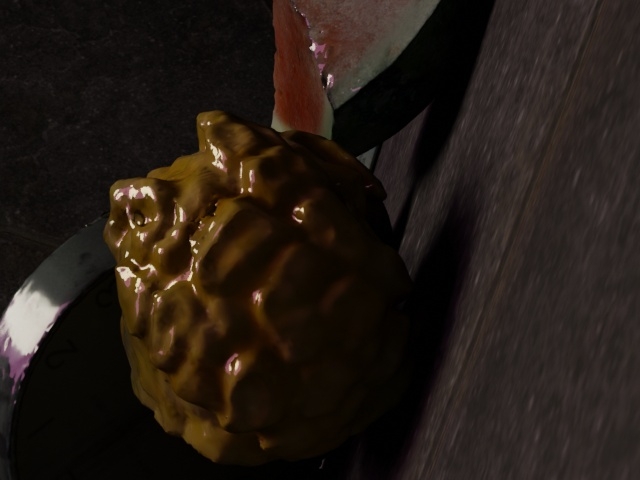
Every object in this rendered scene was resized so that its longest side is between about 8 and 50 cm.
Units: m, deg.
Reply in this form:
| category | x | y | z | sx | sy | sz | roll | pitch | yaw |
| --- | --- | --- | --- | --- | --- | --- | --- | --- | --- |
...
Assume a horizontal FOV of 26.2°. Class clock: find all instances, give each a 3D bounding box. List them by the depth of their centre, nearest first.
| category | x | y | z | sx | sy | sz | roll | pitch | yaw |
| --- | --- | --- | --- | --- | --- | --- | --- | --- | --- |
| clock | -0.112 | 0.118 | 1.068 | 0.061 | 0.313 | 0.312 | 33 | 108 | 50 |

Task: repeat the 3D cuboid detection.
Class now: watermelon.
| category | x | y | z | sx | sy | sz | roll | pitch | yaw |
| --- | --- | --- | --- | --- | --- | --- | --- | --- | --- |
| watermelon | 0.039 | -0.173 | 1.158 | 0.256 | 0.176 | 0.260 | -57 | -22 | -29 |

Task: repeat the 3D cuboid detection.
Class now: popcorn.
| category | x | y | z | sx | sy | sz | roll | pitch | yaw |
| --- | --- | --- | --- | --- | --- | --- | --- | --- | --- |
| popcorn | -0.041 | 0.030 | 0.888 | 0.250 | 0.190 | 0.250 | 165 | 90 | -73 |

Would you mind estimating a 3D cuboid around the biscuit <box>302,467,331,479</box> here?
| category | x | y | z | sx | sy | sz | roll | pitch | yaw |
| --- | --- | --- | --- | --- | --- | --- | --- | --- | --- |
| biscuit | -0.028 | 0.262 | 1.067 | 0.124 | 0.026 | 0.175 | 114 | 174 | -55 |

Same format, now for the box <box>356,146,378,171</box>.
| category | x | y | z | sx | sy | sz | roll | pitch | yaw |
| --- | --- | --- | --- | --- | --- | --- | --- | --- | --- |
| box | 0.037 | -0.129 | 1.753 | 0.139 | 0.073 | 0.194 | 131 | 157 | -81 |

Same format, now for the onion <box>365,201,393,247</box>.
| category | x | y | z | sx | sy | sz | roll | pitch | yaw |
| --- | --- | --- | --- | --- | --- | --- | --- | --- | --- |
| onion | 0.000 | 0.000 | 1.187 | 0.131 | 0.131 | 0.131 | -162 | 90 | -87 |
